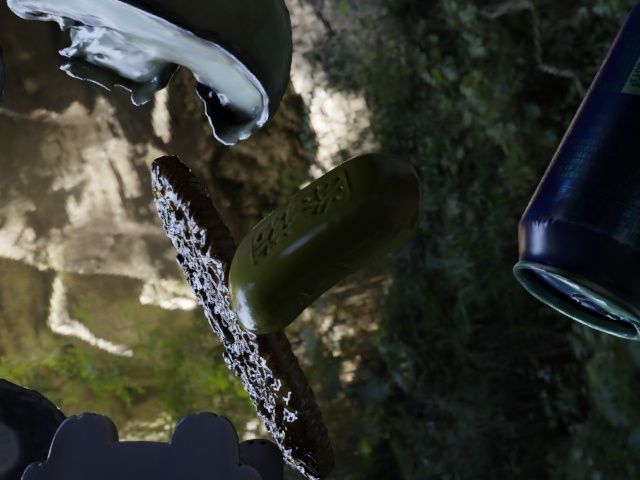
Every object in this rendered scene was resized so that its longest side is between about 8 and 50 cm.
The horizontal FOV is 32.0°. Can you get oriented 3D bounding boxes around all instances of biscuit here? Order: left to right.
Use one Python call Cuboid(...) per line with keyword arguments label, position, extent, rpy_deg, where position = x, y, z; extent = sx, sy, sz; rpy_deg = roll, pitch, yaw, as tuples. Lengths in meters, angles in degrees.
Cuboid(label="biscuit", position=(-0.071, 0.068, 0.933), extent=(0.305, 0.038, 0.305), rpy_deg=(60, 170, 18))

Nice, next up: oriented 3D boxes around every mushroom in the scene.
Cuboid(label="mushroom", position=(-0.138, -0.230, 1.049), extent=(0.267, 0.189, 0.164), rpy_deg=(24, -114, -8))

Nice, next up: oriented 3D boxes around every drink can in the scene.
Cuboid(label="drink can", position=(0.206, -0.046, 0.692), extent=(0.118, 0.118, 0.205), rpy_deg=(40, -103, -45))

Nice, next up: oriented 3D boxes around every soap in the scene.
Cuboid(label="soap", position=(-0.001, -0.001, 0.664), extent=(0.045, 0.140, 0.089), rpy_deg=(48, -165, -26))

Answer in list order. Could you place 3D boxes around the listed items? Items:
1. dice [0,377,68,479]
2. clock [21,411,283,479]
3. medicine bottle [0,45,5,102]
Cuboid(label="dice", position=(-0.340, 0.242, 1.045), extent=(0.182, 0.183, 0.181), rpy_deg=(20, -148, -20))
Cuboid(label="clock", position=(-0.084, 0.228, 0.827), extent=(0.254, 0.189, 0.189), rpy_deg=(39, -139, -62))
Cuboid(label="medicine bottle", position=(-0.351, -0.177, 0.788), extent=(0.108, 0.426, 0.108), rpy_deg=(-19, -56, -31))
